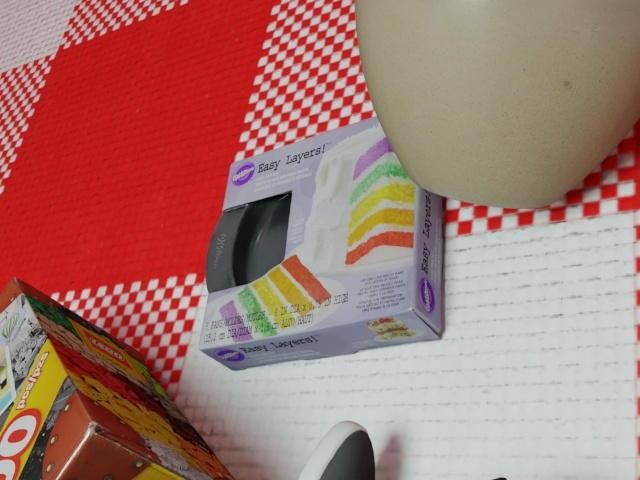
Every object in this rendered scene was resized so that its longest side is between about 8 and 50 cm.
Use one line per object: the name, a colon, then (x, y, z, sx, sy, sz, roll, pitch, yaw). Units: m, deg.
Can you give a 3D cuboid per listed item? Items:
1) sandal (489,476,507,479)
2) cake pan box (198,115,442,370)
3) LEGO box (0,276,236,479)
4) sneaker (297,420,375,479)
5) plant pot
sandal: (0.221, 0.331, 0.473, 0.107, 0.167, 0.446, -22, 54, -9)
cake pan box: (0.000, 0.000, 0.894, 0.266, 0.070, 0.246, -13, 53, 31)
LEGO box: (-0.327, 0.332, 0.781, 0.500, 0.193, 0.372, -54, 32, -5)
sneaker: (0.038, 0.294, 0.652, 0.147, 0.104, 0.296, 0, 69, 35)
plant pot: (0.160, -0.136, 0.754, 0.284, 0.284, 0.191, 25, 115, 44)
